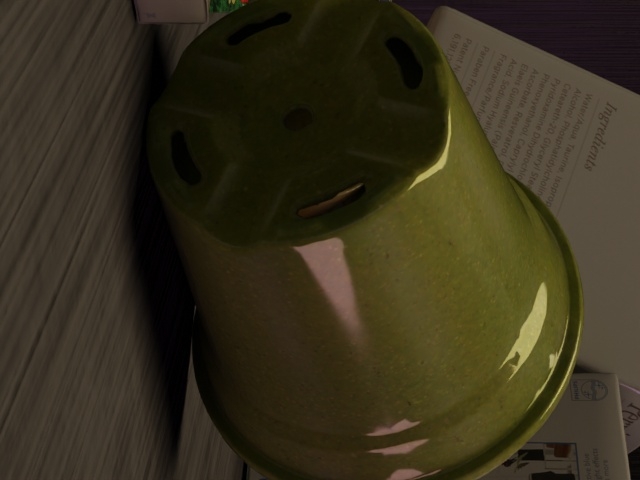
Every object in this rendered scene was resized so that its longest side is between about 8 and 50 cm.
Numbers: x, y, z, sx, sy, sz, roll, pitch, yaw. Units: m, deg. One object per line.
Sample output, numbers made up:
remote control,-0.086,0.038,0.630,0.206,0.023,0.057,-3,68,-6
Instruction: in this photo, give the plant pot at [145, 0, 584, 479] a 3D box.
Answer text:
plant pot,0.016,-0.011,1.001,0.254,0.276,0.276,67,22,-55

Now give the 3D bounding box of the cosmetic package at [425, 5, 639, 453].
cosmetic package,0.211,0.017,1.765,0.329,0.393,0.327,116,-2,-65

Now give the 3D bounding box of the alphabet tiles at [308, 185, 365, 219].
alphabet tiles,0.000,0.000,1.308,0.198,0.009,0.237,-68,-162,-2

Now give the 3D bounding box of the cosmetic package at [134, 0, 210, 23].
cosmetic package,-0.080,-0.181,0.896,0.060,0.041,0.115,87,5,-56

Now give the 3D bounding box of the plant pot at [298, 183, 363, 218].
plant pot,-0.027,-0.068,1.258,0.095,0.134,0.134,122,-25,-55

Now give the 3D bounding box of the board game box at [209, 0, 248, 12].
board game box,-0.075,-0.222,1.092,0.260,0.030,0.136,-69,162,-80

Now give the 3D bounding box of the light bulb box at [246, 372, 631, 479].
light bulb box,0.113,0.325,1.603,0.358,0.361,0.225,87,3,-46

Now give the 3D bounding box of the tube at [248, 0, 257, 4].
tube,-0.048,-0.164,1.384,0.062,0.070,0.240,-28,-135,46
